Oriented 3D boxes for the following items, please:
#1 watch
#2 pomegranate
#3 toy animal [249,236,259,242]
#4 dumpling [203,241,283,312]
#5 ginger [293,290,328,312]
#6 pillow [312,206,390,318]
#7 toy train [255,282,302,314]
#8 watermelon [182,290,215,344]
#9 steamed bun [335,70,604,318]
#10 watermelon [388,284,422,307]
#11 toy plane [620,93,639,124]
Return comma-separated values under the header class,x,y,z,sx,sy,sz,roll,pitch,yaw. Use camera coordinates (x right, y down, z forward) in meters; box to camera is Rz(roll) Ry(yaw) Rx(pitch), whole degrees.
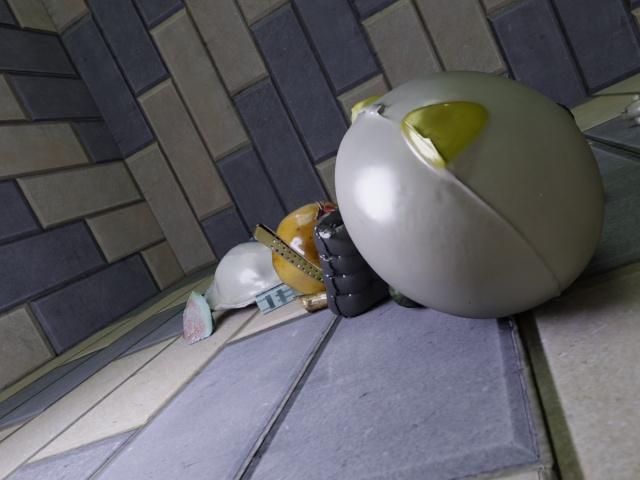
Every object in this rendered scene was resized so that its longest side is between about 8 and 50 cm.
class,x,y,z,sx,sy,sz,roll,pitch,yaw
watch,0.009,0.000,1.108,0.165,0.268,0.102,-53,-8,-31
pomegranate,-0.010,0.022,1.251,0.233,0.233,0.233,-25,7,3
toy animal,-0.119,0.043,1.810,0.239,0.255,0.176,23,-64,-45
dumpling,-0.217,0.120,1.551,0.341,0.181,0.260,13,50,23
ginger,0.003,0.130,1.118,0.137,0.044,0.057,-15,-25,26
pillow,0.141,-0.007,0.963,0.326,0.228,0.101,-32,44,-22
toy train,-0.058,0.121,1.365,0.234,0.052,0.051,-26,10,-3
watermelon,-0.350,0.226,1.477,0.094,0.081,0.180,-7,42,-4
steamed bun,0.181,-0.064,0.686,0.334,0.334,0.374,-27,22,-7
watermelon,0.152,0.073,0.853,0.078,0.078,0.111,-23,9,23
toy plane,0.961,-0.386,1.381,0.108,0.092,0.286,0,-12,-35
